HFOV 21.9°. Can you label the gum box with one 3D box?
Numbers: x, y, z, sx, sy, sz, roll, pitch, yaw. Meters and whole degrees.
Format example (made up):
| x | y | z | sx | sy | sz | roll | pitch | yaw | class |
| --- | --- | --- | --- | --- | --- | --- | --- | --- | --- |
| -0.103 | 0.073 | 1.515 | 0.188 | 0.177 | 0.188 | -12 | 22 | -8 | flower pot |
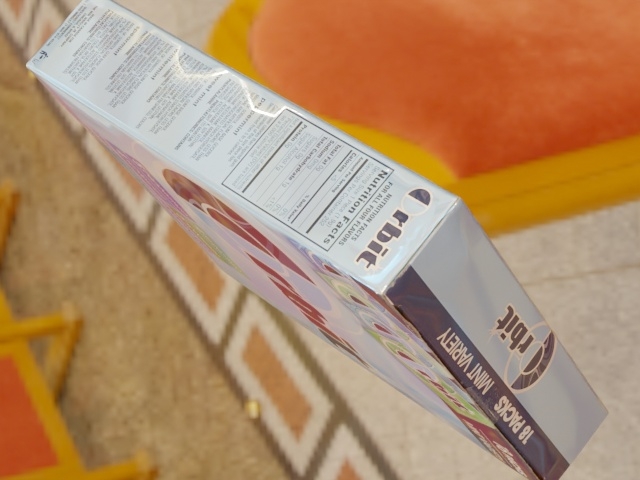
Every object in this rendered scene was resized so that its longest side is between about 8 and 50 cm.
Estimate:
| x | y | z | sx | sy | sz | roll | pitch | yaw | class |
| --- | --- | --- | --- | --- | --- | --- | --- | --- | --- |
| 0.000 | 0.000 | 0.589 | 0.184 | 0.157 | 0.041 | 33 | 79 | 38 | gum box |
